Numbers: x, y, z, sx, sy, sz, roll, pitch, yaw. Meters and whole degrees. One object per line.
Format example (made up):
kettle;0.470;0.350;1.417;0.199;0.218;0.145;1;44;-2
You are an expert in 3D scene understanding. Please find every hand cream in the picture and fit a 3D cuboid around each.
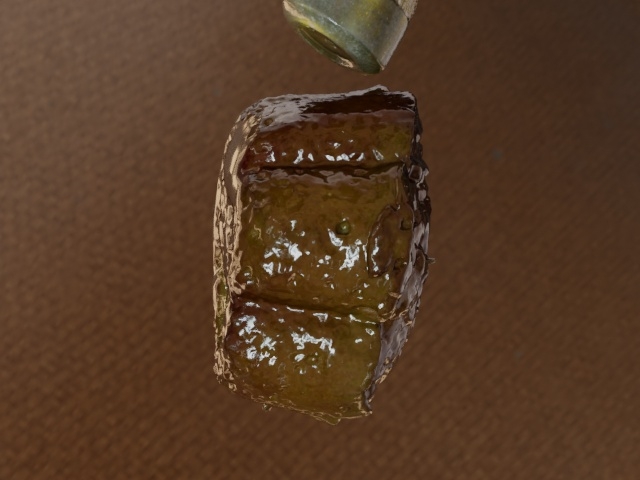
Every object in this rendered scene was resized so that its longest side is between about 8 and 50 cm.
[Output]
hand cream;0.058;-0.215;1.108;0.084;0.084;0.203;34;85;-8

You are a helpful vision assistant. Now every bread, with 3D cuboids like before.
bread;0.000;0.013;1.064;0.135;0.232;0.247;4;16;-8
